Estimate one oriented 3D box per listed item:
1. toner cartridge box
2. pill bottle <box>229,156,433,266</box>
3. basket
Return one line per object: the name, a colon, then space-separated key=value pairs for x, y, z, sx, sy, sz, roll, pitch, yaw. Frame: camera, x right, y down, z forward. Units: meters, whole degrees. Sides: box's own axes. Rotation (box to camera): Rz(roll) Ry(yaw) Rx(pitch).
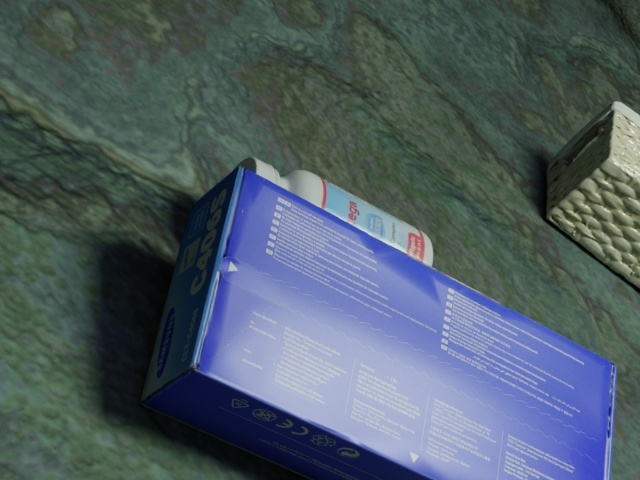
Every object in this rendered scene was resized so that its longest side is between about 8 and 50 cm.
toner cartridge box: x=0.054 y=0.101 z=1.074 sx=0.348 sy=0.075 sz=0.165 roll=28 pitch=52 yaw=-23
pill bottle: x=0.000 y=0.000 z=1.158 sx=0.160 sy=0.087 sz=0.087 roll=26 pitch=36 yaw=-23
basket: x=0.320 y=-0.037 z=1.525 sx=0.167 sy=0.113 sz=0.103 roll=35 pitch=35 yaw=-12
